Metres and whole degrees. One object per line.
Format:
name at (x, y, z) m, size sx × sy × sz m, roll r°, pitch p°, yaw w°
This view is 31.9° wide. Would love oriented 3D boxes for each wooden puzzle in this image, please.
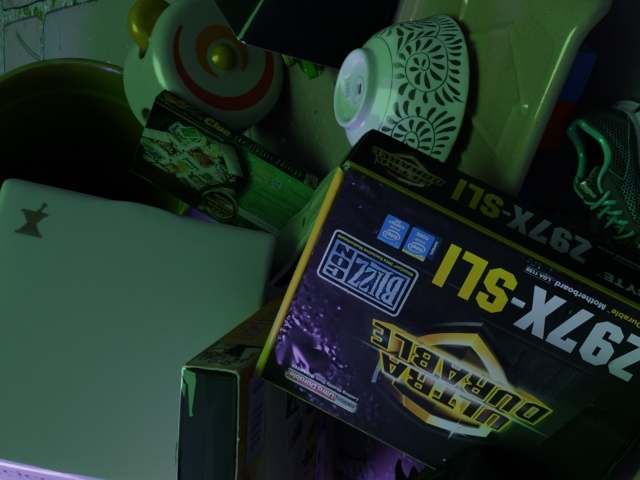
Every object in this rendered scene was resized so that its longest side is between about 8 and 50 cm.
wooden puzzle at (0.143, -0.132, 1.074) m, size 0.322 × 0.080 × 0.348 m, roll -114°, pitch 39°, yaw -51°

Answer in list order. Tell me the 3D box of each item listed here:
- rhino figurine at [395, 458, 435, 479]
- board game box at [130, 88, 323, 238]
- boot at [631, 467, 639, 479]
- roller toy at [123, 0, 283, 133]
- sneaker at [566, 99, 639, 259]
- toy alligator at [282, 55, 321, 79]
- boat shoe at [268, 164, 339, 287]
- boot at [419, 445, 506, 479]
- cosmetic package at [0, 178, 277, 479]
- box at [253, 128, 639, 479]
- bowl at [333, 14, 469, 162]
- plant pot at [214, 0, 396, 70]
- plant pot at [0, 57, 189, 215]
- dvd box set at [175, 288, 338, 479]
rhino figurine at (0.147, 0.281, 1.137) m, size 0.106 × 0.073 × 0.243 m, roll -59°, pitch 34°, yaw 0°
board game box at (-0.112, -0.076, 1.432) m, size 0.260 × 0.030 × 0.136 m, roll 31°, pitch 130°, yaw 2°
boot at (0.344, 0.230, 0.796) m, size 0.220 × 0.109 × 0.283 m, roll -62°, pitch 35°, yaw 36°
roller toy at (-0.154, -0.228, 1.496) m, size 0.146 × 0.191 × 0.209 m, roll -22°, pitch 85°, yaw 58°
sneaker at (0.246, -0.036, 0.943) m, size 0.065 × 0.076 × 0.166 m, roll -32°, pitch 66°, yaw 57°
toy alligator at (-0.031, -0.274, 1.427) m, size 0.051 × 0.056 × 0.189 m, roll 56°, pitch -167°, yaw -63°
boat shoe at (0.000, 0.000, 1.361) m, size 0.233 × 0.079 × 0.084 m, roll -45°, pitch 29°, yaw 48°
boot at (0.108, 0.368, 0.991) m, size 0.260 × 0.131 × 0.348 m, roll 48°, pitch 120°, yaw -2°
cosmetic package at (-0.262, 0.170, 1.407) m, size 0.393 × 0.329 × 0.327 m, roll 112°, pitch 169°, yaw -67°
box at (0.130, 0.085, 0.964) m, size 0.322 × 0.079 × 0.257 m, roll 27°, pitch 125°, yaw 5°
bowl at (0.063, -0.137, 1.056) m, size 0.170 × 0.080 × 0.170 m, roll -171°, pitch 90°, yaw -67°
plant pot at (-0.011, -0.323, 1.271) m, size 0.167 × 0.187 × 0.188 m, roll -56°, pitch 45°, yaw 28°
plant pot at (-0.411, -0.050, 1.845) m, size 0.353 × 0.366 × 0.366 m, roll 121°, pitch 137°, yaw -60°
dvd box set at (-0.055, 0.229, 1.229) m, size 0.420 × 0.062 × 0.307 m, roll -35°, pitch -52°, yaw -72°
